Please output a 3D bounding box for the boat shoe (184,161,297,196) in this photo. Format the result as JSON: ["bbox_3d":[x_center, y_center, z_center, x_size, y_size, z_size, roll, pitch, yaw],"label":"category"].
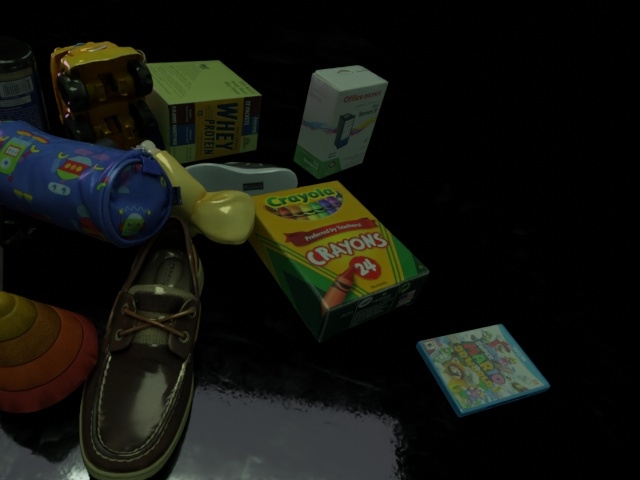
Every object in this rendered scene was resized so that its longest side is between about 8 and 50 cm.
[{"bbox_3d":[-0.161,-0.119,0.848,0.229,0.080,0.076,-7,23,-19],"label":"boat shoe"}]

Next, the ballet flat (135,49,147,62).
[{"bbox_3d":[-0.513,-0.437,1.112,0.073,0.067,0.206,20,40,0],"label":"ballet flat"}]

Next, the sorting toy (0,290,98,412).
[{"bbox_3d":[-0.419,0.117,0.405,0.366,0.126,0.127,-12,51,-18],"label":"sorting toy"}]

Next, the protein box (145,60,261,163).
[{"bbox_3d":[-0.270,-0.287,0.957,0.201,0.135,0.200,-19,50,-34],"label":"protein box"}]

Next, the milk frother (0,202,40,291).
[{"bbox_3d":[-0.437,0.029,0.575,0.143,0.129,0.134,9,69,-53],"label":"milk frother"}]

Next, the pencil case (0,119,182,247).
[{"bbox_3d":[-0.347,-0.085,0.595,0.307,0.119,0.133,15,82,20],"label":"pencil case"}]

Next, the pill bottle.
[{"bbox_3d":[-0.521,-0.208,0.721,0.123,0.219,0.122,9,39,-7],"label":"pill bottle"}]

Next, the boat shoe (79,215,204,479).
[{"bbox_3d":[-0.205,0.099,0.533,0.124,0.123,0.341,8,40,-8],"label":"boat shoe"}]

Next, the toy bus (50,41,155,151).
[{"bbox_3d":[-0.428,-0.290,0.820,0.150,0.220,0.211,-29,67,-34],"label":"toy bus"}]

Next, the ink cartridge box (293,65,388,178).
[{"bbox_3d":[0.041,-0.260,0.963,0.154,0.212,0.093,-26,54,-39],"label":"ink cartridge box"}]

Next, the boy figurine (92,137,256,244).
[{"bbox_3d":[-0.235,-0.074,0.682,0.286,0.177,0.092,18,48,12],"label":"boy figurine"}]

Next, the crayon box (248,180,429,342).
[{"bbox_3d":[0.000,0.000,0.749,0.202,0.081,0.318,-16,48,-32],"label":"crayon box"}]

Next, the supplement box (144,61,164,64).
[{"bbox_3d":[-0.458,-0.346,1.012,0.240,0.073,0.130,-17,55,-32],"label":"supplement box"}]

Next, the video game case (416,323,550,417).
[{"bbox_3d":[0.242,0.187,0.655,0.167,0.015,0.119,-5,43,-23],"label":"video game case"}]
